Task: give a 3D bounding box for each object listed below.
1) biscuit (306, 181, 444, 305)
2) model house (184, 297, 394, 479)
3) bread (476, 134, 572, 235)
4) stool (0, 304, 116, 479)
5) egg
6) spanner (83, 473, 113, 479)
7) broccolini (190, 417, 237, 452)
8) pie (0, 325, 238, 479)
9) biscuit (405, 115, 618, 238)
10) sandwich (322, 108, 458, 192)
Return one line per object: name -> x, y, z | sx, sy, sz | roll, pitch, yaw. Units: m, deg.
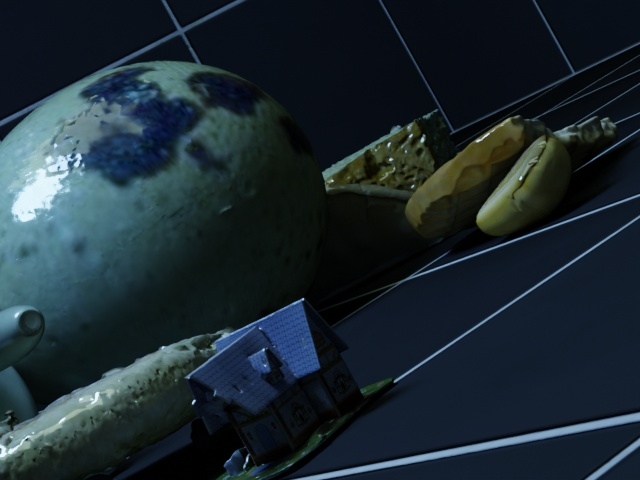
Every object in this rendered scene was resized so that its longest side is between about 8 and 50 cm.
biscuit -> 0.000, 0.001, 2.146 | 0.290, 0.141, 0.038 | -25, 29, 23
model house -> -0.039, 0.104, 1.303 | 0.117, 0.088, 0.167 | -26, 5, 36
bread -> 0.198, -0.044, 1.786 | 0.082, 0.056, 0.115 | -56, 3, -38
stool -> -0.323, 0.176, 1.728 | 0.195, 0.195, 0.199 | -31, 5, -27
egg -> -0.195, -0.001, 1.971 | 0.428, 0.345, 0.345 | -29, 3, -18
spanner -> -0.278, 0.259, 1.424 | 0.096, 0.040, 0.325 | -26, 4, 38
broccolini -> -0.052, 0.136, 1.544 | 0.140, 0.030, 0.035 | -26, -35, -41
pie -> -0.199, 0.155, 1.475 | 0.337, 0.075, 0.337 | -25, 2, 1
biscuit -> 0.189, -0.063, 1.944 | 0.204, 0.040, 0.309 | -35, -13, 24
sandwich -> 0.045, -0.038, 2.398 | 0.325, 0.131, 0.262 | -33, 3, -13
